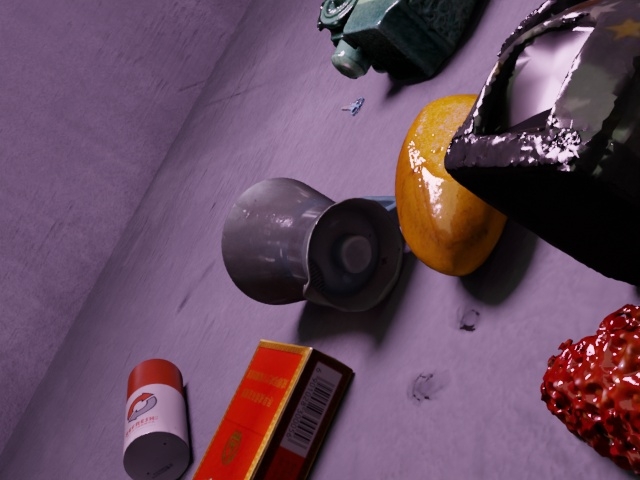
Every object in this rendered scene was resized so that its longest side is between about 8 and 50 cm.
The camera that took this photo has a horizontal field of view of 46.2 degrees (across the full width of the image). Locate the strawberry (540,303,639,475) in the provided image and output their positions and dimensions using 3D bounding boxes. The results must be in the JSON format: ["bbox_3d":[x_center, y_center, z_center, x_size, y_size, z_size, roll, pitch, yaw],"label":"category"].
[{"bbox_3d":[0.205,0.097,0.473,0.188,0.082,0.121,-9,55,58],"label":"strawberry"}]

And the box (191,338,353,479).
[{"bbox_3d":[-0.068,0.239,0.875,0.153,0.074,0.240,-2,58,59],"label":"box"}]

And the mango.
[{"bbox_3d":[0.143,-0.052,0.771,0.141,0.102,0.217,-16,45,26],"label":"mango"}]

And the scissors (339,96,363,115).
[{"bbox_3d":[0.051,-0.233,1.310,0.036,0.006,0.083,-62,23,-6],"label":"scissors"}]

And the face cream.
[{"bbox_3d":[-0.259,0.278,1.181,0.096,0.095,0.214,-54,22,10],"label":"face cream"}]

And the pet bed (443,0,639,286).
[{"bbox_3d":[0.217,-0.070,0.484,0.159,0.210,0.183,-63,20,-5],"label":"pet bed"}]

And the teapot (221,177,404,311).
[{"bbox_3d":[0.000,0.000,0.946,0.203,0.171,0.225,-34,20,-24],"label":"teapot"}]

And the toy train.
[{"bbox_3d":[0.136,-0.380,1.144,0.238,0.167,0.299,12,73,56],"label":"toy train"}]
